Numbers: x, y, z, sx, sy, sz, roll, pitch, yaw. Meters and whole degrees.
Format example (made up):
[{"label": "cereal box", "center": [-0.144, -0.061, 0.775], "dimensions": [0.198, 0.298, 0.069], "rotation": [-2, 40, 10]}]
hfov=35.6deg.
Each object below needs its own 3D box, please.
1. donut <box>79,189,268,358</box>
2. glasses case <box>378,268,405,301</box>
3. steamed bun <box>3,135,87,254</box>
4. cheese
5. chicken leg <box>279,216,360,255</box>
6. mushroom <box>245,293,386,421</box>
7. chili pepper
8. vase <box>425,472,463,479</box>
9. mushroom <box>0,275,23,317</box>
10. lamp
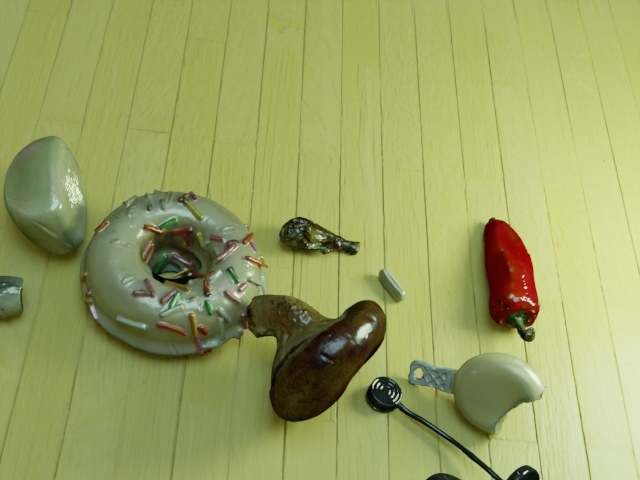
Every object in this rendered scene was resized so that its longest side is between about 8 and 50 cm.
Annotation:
[{"label": "donut", "center": [-0.292, 0.055, 1.987], "dimensions": [0.383, 0.142, 0.382], "rotation": [6, 52, -7]}, {"label": "glasses case", "center": [0.152, 0.095, 2.119], "dimensions": [0.021, 0.032, 0.083], "rotation": [-20, 58, -29]}, {"label": "steamed bun", "center": [-0.568, -0.085, 2.033], "dimensions": [0.153, 0.170, 0.238], "rotation": [-14, 50, 6]}, {"label": "cheese", "center": [0.302, 0.268, 1.936], "dimensions": [0.249, 0.163, 0.071], "rotation": [32, 19, 16]}, {"label": "chicken leg", "center": [0.000, 0.000, 2.146], "dimensions": [0.178, 0.070, 0.093], "rotation": [16, 24, -15]}, {"label": "mushroom", "center": [-0.010, 0.207, 1.849], "dimensions": [0.254, 0.267, 0.267], "rotation": [24, 48, -17]}, {"label": "chili pepper", "center": [0.407, 0.082, 2.143], "dimensions": [0.110, 0.110, 0.387], "rotation": [7, 45, -7]}, {"label": "vase", "center": [0.180, 0.486, 1.770], "dimensions": [0.183, 0.120, 0.120], "rotation": [-16, 55, -2]}, {"label": "mushroom", "center": [-0.680, 0.095, 1.912], "dimensions": [0.223, 0.081, 0.092], "rotation": [8, 69, -3]}, {"label": "lamp", "center": [0.253, 0.363, 1.875], "dimensions": [0.130, 0.108, 0.371], "rotation": [-28, 61, -33]}]
